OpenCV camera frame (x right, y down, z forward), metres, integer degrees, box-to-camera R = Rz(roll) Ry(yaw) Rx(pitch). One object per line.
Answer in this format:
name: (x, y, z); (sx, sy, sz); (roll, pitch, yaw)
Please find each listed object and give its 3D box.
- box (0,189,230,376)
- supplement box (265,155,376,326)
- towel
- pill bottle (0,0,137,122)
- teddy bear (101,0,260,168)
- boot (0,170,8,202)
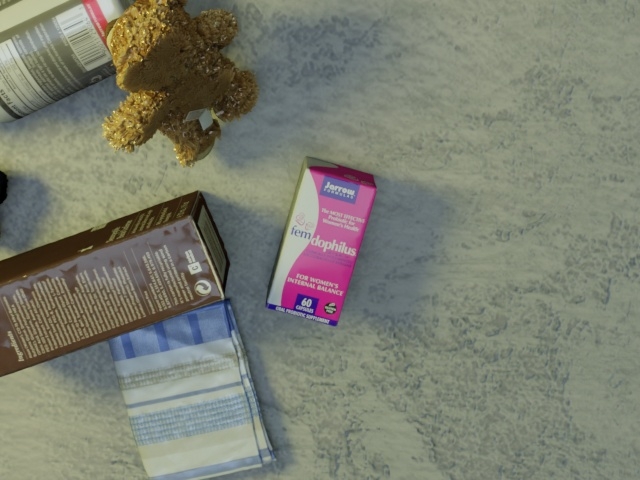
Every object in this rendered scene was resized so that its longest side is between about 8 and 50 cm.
box: (-0.333, 0.064, 1.809); (0.382, 0.191, 0.143); (-21, 104, 3)
supplement box: (0.000, 0.000, 1.840); (0.111, 0.114, 0.220); (15, 102, -4)
towel: (-0.202, 0.241, 1.937); (0.209, 0.034, 0.285); (-14, 102, 4)
pill bottle: (-0.410, -0.271, 1.727); (0.319, 0.176, 0.176); (-24, 104, 5)
teddy bear: (-0.197, -0.223, 1.691); (0.113, 0.338, 0.245); (43, 105, 25)
boot: (-0.558, -0.113, 1.804); (0.207, 0.094, 0.246); (9, 111, 0)
